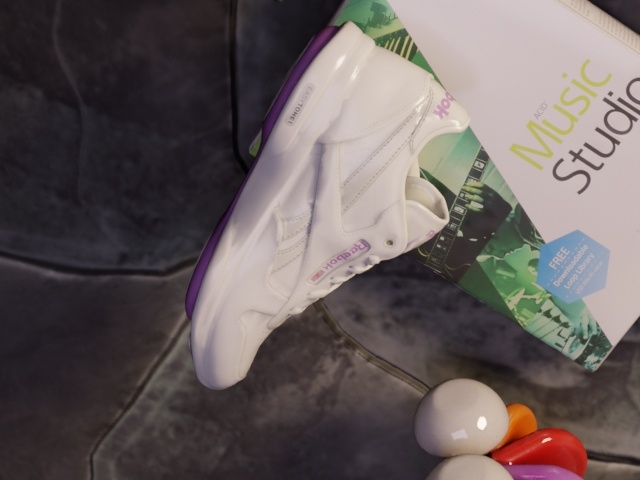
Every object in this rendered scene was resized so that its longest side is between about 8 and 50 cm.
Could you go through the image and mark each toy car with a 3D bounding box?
[{"bbox_3d":[0.147,0.202,1.375,0.136,0.182,0.159,-7,129,5],"label":"toy car"}]

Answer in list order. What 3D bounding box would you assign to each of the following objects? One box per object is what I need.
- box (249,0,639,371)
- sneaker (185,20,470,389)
[{"bbox_3d":[0.139,-0.077,1.322,0.322,0.058,0.232,33,114,-3],"label":"box"},{"bbox_3d":[0.000,0.000,1.286,0.152,0.114,0.305,27,116,-1],"label":"sneaker"}]
